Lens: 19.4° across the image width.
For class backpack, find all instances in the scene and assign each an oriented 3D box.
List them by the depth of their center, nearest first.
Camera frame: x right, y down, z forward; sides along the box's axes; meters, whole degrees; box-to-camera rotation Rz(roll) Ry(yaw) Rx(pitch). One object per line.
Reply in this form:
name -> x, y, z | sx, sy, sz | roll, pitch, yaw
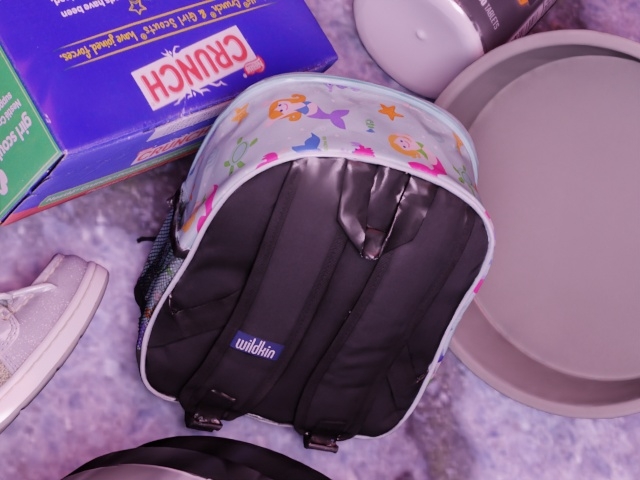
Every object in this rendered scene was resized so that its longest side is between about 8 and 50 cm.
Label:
backpack -> 0.000, 0.000, 1.321 | 0.225, 0.253, 0.191 | 14, 43, -16

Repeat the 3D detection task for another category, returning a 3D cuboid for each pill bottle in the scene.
pill bottle -> 0.144, -0.236, 1.554 | 0.130, 0.130, 0.246 | 42, 58, -1

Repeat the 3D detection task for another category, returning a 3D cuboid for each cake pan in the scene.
cake pan -> 0.200, -0.013, 1.412 | 0.054, 0.293, 0.293 | -16, 73, -58

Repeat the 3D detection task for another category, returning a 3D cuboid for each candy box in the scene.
candy box -> -0.183, -0.204, 1.389 | 0.268, 0.122, 0.317 | -23, 78, -40

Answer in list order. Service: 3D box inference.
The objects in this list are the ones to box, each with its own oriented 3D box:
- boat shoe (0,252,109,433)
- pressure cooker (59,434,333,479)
boat shoe -> -0.266, 0.109, 1.240 | 0.103, 0.118, 0.320 | 46, 65, -4
pressure cooker -> -0.089, 0.317, 1.047 | 0.420, 0.375, 0.370 | -36, 96, -48
